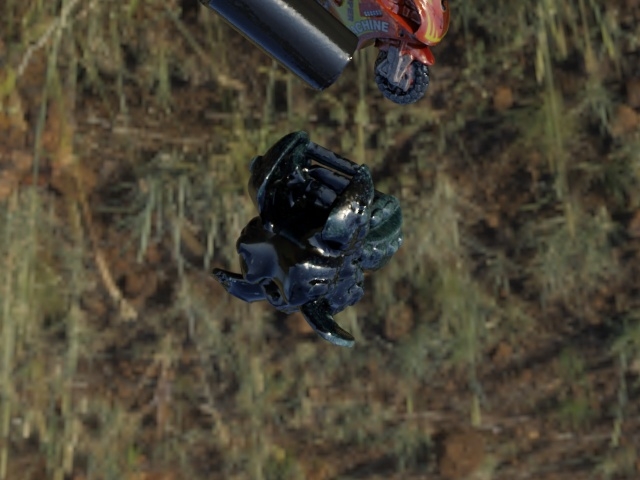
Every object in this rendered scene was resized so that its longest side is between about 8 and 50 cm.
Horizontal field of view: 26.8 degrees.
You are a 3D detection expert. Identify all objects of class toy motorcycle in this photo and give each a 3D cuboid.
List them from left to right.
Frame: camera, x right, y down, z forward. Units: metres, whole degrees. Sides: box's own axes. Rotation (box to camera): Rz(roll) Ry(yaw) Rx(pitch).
[{"bbox_3d":[0.069,-0.324,1.739,0.089,0.298,0.171,-32,176,-45],"label":"toy motorcycle"}]

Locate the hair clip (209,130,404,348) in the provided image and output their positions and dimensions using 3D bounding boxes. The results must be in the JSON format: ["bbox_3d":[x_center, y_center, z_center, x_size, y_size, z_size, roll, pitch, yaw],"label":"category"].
[{"bbox_3d":[-0.004,0.005,1.615,0.194,0.206,0.310,28,178,16],"label":"hair clip"}]

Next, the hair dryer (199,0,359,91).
[{"bbox_3d":[-0.041,-0.314,1.618,0.197,0.251,0.089,36,127,-21],"label":"hair dryer"}]
